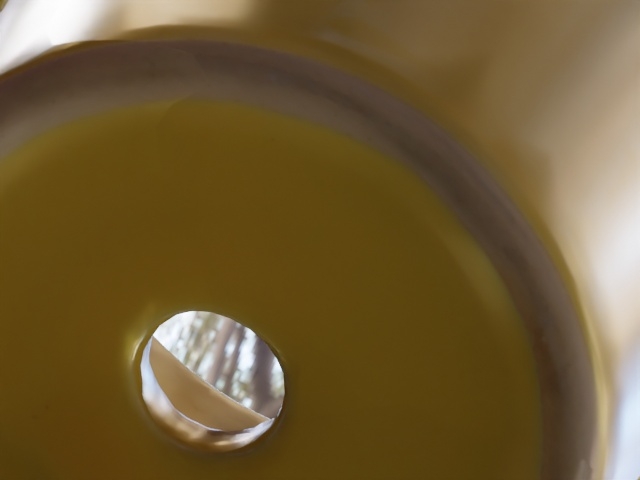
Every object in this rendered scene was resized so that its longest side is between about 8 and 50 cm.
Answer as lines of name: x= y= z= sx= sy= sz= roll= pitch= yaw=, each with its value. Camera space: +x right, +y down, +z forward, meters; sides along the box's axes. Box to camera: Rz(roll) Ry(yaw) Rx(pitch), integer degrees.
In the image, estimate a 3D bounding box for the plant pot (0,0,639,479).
plant pot: x=0.000 y=0.000 z=0.455 sx=0.254 sy=0.254 sz=0.239 roll=28 pitch=-159 yaw=2
